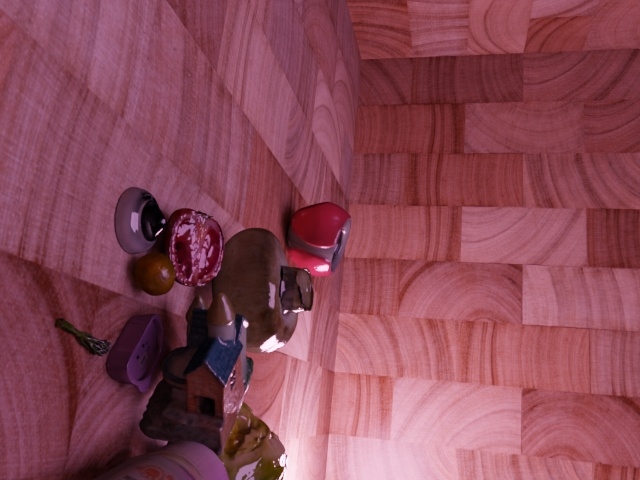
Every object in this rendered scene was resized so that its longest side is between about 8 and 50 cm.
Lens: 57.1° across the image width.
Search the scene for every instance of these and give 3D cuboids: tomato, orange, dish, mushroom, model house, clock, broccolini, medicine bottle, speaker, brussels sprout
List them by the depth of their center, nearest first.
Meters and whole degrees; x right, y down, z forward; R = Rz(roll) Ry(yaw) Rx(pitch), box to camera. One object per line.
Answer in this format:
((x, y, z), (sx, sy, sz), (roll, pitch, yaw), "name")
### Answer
((-0.329, 0.504, 1.029), (0.388, 0.220, 0.219), (3, 89, -73), "medicine bottle")
((-0.419, 0.171, 1.049), (0.140, 0.035, 0.030), (68, 23, -57), "broccolini")
((-0.374, 0.231, 1.210), (0.152, 0.050, 0.110), (-73, 160, -47), "clock")
((-0.350, -0.040, 1.214), (0.141, 0.078, 0.141), (1, 90, -77), "dish")
((-0.345, 0.072, 1.233), (0.085, 0.085, 0.095), (-72, 154, -50), "orange")
((-0.256, 0.236, 1.268), (0.267, 0.194, 0.324), (-70, 170, -59), "model house")
((-0.311, 0.016, 1.351), (0.189, 0.099, 0.173), (27, 73, -57), "tomato")
((-0.217, 0.541, 1.389), (0.344, 0.268, 0.343), (-17, 114, -43), "brussels sprout")
((-0.160, 0.140, 1.620), (0.352, 0.261, 0.351), (-5, 90, -79), "mushroom")
((0.000, 0.000, 2.297), (0.294, 0.295, 0.294), (2, 90, -77), "speaker")
